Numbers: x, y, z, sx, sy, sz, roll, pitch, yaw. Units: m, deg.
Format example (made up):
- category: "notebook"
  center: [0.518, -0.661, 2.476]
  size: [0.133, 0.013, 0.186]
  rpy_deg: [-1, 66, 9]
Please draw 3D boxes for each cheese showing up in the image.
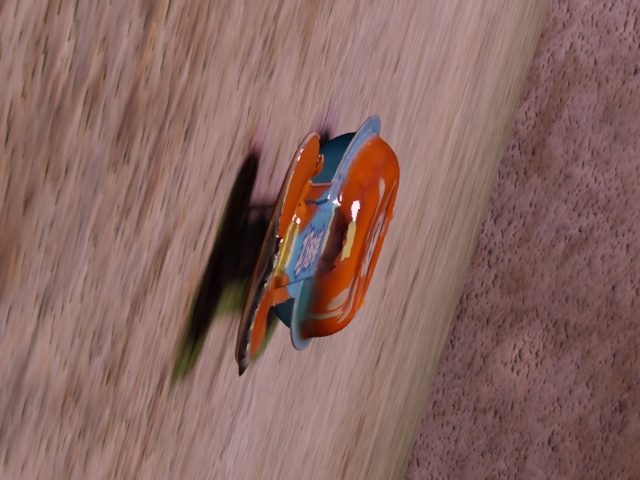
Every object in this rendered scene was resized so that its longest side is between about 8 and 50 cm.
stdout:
- category: "cheese"
  center: [0.000, 0.000, 0.776]
  size: [0.256, 0.037, 0.106]
  rpy_deg: [-23, 129, -82]
